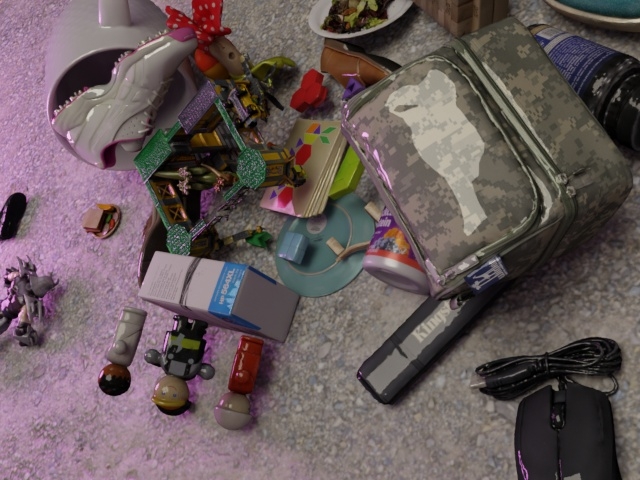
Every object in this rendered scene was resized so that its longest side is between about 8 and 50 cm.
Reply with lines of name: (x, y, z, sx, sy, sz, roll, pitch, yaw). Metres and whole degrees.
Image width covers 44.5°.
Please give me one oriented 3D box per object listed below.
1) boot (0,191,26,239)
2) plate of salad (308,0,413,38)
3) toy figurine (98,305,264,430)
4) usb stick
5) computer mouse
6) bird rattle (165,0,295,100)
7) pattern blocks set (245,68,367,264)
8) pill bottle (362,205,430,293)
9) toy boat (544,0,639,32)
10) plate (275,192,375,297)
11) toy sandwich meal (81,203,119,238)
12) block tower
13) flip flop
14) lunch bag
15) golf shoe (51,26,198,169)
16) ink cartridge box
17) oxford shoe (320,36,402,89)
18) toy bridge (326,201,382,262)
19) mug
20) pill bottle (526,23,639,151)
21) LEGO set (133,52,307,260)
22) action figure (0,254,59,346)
boot: (-0.713, -0.051, 1.745, 0.099, 0.045, 0.121, 0, 68, 37)
plate of salad: (0.070, -0.425, 1.383, 0.200, 0.048, 0.200, -12, 45, 12)
toy figurine: (-0.212, 0.196, 1.184, 0.213, 0.209, 0.148, 6, 76, 36)
usb stick: (0.163, 0.113, 1.083, 0.278, 0.045, 0.077, -46, 50, 5)
computer mouse: (0.278, 0.248, 0.922, 0.188, 0.072, 0.272, -17, 59, 25)
bird rattle: (-0.189, -0.333, 1.426, 0.143, 0.253, 0.207, -61, 27, -7)
pattern blocks set: (-0.022, -0.125, 1.300, 0.285, 0.026, 0.325, 30, 92, 53)
pill bottle: (0.142, -0.030, 1.128, 0.108, 0.108, 0.193, 12, 74, 37)
toy boat: (0.445, -0.461, 1.119, 0.267, 0.148, 0.318, 34, 88, 40)
plate: (0.000, 0.000, 1.261, 0.188, 0.024, 0.188, -15, 60, 28)
toy sandwich meal: (-0.439, -0.042, 1.567, 0.086, 0.029, 0.085, -15, 60, 27)
block tower: (0.173, -0.464, 1.305, 0.091, 0.097, 0.335, -27, 52, -16)
flip flop: (-0.276, -0.021, 1.412, 0.080, 0.112, 0.277, -33, 51, 49)
lunch bag: (0.192, -0.090, 0.984, 0.256, 0.212, 0.305, -25, 71, -10)
golf shoe: (-0.307, -0.237, 1.319, 0.306, 0.115, 0.140, -32, 96, 22)
ink cartridge box: (-0.162, 0.087, 1.242, 0.203, 0.148, 0.086, 8, 74, 35)
oxford shoe: (0.078, -0.284, 1.336, 0.212, 0.076, 0.076, 34, 113, 43)
toy bridge: (0.094, -0.032, 1.202, 0.188, 0.026, 0.063, -43, 72, -2)
mug: (-0.392, -0.378, 1.501, 0.276, 0.374, 0.328, -8, 45, -14)
pill bottle: (0.359, -0.207, 1.065, 0.123, 0.123, 0.219, -52, 50, 0)
LEGO set: (-0.143, -0.127, 1.320, 0.255, 0.192, 0.331, 54, 127, 18)
action figure: (-0.632, 0.146, 1.563, 0.285, 0.099, 0.185, -33, 46, 11)
